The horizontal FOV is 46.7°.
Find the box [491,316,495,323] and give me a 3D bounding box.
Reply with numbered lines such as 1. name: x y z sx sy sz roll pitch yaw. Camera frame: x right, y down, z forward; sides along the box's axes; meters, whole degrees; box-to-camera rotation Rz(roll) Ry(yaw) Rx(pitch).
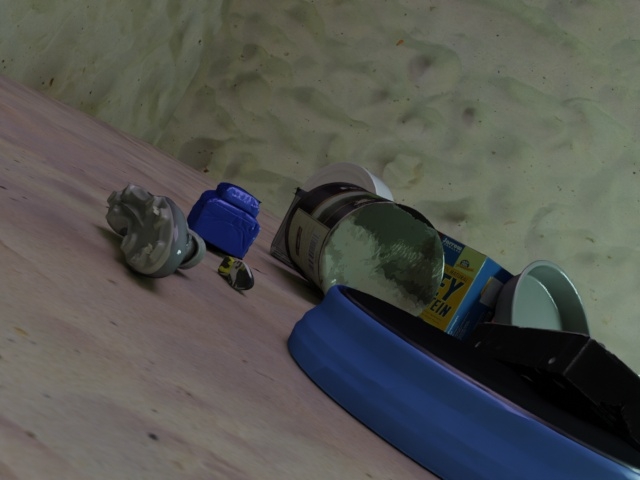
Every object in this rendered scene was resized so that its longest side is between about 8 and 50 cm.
1. box: 0.294 0.160 1.646 0.300 0.142 0.154 30 2 27

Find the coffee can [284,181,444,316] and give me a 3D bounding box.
1. coffee can: 0.064 0.016 1.253 0.201 0.201 0.275 29 3 -17

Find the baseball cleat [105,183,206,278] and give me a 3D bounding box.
1. baseball cleat: -0.147 -0.003 0.726 0.109 0.072 0.206 36 2 -31

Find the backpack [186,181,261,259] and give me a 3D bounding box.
1. backpack: -0.141 -0.033 1.111 0.098 0.101 0.120 35 -3 -17

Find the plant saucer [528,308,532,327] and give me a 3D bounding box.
1. plant saucer: 0.416 0.213 1.471 0.045 0.188 0.188 -7 -18 31

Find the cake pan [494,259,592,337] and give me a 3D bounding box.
1. cake pan: 0.416 0.184 1.383 0.293 0.293 0.054 27 -29 -38

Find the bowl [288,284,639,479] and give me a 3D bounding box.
1. bowl: 0.154 0.162 0.734 0.391 0.077 0.391 29 2 -1

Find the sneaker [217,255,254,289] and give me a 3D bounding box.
1. sneaker: -0.093 0.041 0.894 0.035 0.031 0.083 28 2 -31

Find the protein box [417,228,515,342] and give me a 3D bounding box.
1. protein box: 0.234 0.105 1.376 0.136 0.200 0.201 30 3 32

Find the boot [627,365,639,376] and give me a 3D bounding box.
1. boot: 0.575 0.303 1.635 0.213 0.165 0.077 33 3 37

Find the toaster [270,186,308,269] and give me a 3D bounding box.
1. toaster: 0.000 0.000 1.493 0.227 0.146 0.129 31 2 21

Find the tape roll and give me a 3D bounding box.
1. tape roll: 0.060 -0.067 2.028 0.286 0.286 0.100 31 2 39

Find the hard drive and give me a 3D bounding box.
1. hard drive: 0.331 0.205 0.947 0.237 0.064 0.339 42 -9 -3
